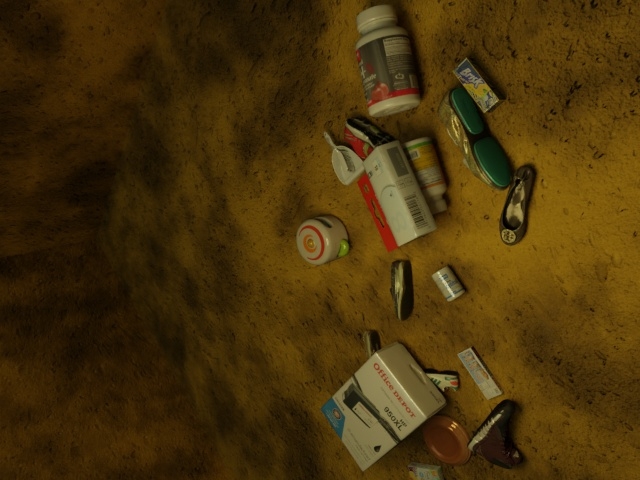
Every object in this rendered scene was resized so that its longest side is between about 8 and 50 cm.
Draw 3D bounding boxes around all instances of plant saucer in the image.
[{"bbox_3d":[0.470,0.757,1.763,0.200,0.037,0.200,14,111,40],"label":"plant saucer"}]

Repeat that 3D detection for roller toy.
[{"bbox_3d":[0.000,0.000,1.903,0.209,0.146,0.191,-26,84,44],"label":"roller toy"}]

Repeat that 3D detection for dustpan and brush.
[{"bbox_3d":[0.077,-0.330,1.795,0.147,0.060,0.211,-41,69,49],"label":"dustpan and brush"}]

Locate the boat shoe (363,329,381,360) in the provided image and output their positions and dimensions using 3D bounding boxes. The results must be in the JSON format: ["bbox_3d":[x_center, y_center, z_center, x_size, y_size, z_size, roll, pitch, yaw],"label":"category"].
[{"bbox_3d":[0.211,0.458,1.905,0.072,0.068,0.190,-8,88,57],"label":"boat shoe"}]

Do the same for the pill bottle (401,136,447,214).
[{"bbox_3d":[0.336,-0.204,1.548,0.136,0.136,0.246,-18,90,44],"label":"pill bottle"}]

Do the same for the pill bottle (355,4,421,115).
[{"bbox_3d":[0.212,-0.582,1.528,0.176,0.176,0.319,-9,96,43],"label":"pill bottle"}]

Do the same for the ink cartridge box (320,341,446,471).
[{"bbox_3d":[0.225,0.619,1.753,0.285,0.166,0.395,50,122,24],"label":"ink cartridge box"}]

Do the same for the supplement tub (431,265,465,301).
[{"bbox_3d":[0.437,0.148,1.599,0.071,0.071,0.107,-43,74,41],"label":"supplement tub"}]

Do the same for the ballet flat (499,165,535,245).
[{"bbox_3d":[0.585,-0.101,1.403,0.084,0.058,0.250,24,117,37],"label":"ballet flat"}]

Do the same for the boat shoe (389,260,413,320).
[{"bbox_3d":[0.296,0.183,1.738,0.073,0.080,0.224,8,102,47],"label":"boat shoe"}]

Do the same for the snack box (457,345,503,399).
[{"bbox_3d":[0.551,0.456,1.615,0.064,0.022,0.178,-44,72,41],"label":"snack box"}]

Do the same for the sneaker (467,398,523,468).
[{"bbox_3d":[0.622,0.659,1.565,0.162,0.106,0.281,37,134,23],"label":"sneaker"}]

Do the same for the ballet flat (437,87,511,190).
[{"bbox_3d":[0.464,-0.298,1.435,0.123,0.123,0.349,-32,81,43],"label":"ballet flat"}]

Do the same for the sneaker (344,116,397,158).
[{"bbox_3d":[0.190,-0.334,1.692,0.279,0.107,0.118,48,147,26],"label":"sneaker"}]

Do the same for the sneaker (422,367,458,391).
[{"bbox_3d":[0.431,0.516,1.716,0.161,0.057,0.075,-8,91,40],"label":"sneaker"}]

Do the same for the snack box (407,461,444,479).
[{"bbox_3d":[0.422,0.942,1.857,0.141,0.037,0.100,-15,93,43],"label":"snack box"}]

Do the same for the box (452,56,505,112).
[{"bbox_3d":[0.475,-0.466,1.405,0.059,0.054,0.169,-43,72,40],"label":"box"}]

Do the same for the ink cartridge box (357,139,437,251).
[{"bbox_3d":[0.218,-0.122,1.603,0.308,0.091,0.385,67,160,6],"label":"ink cartridge box"}]
